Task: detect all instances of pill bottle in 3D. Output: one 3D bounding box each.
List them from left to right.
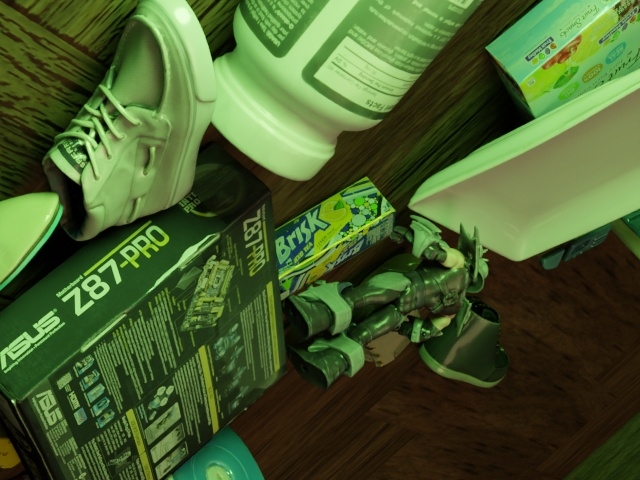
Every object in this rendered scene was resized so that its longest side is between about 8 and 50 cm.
[{"bbox_3d":[0.027,-0.194,1.122,0.278,0.162,0.162,-49,152,21],"label":"pill bottle"}]

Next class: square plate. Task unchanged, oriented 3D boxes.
[{"bbox_3d":[0.319,-0.092,1.608,0.347,0.049,0.344,-27,156,23],"label":"square plate"}]

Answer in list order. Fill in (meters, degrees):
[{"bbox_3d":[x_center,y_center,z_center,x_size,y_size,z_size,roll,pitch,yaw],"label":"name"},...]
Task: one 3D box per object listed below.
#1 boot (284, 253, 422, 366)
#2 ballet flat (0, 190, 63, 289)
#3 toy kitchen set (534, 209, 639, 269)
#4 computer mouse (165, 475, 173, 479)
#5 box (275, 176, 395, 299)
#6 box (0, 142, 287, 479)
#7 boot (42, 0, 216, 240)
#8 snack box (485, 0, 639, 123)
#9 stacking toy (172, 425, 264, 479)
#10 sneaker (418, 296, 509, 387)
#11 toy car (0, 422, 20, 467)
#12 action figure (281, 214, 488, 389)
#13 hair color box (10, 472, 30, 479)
[{"bbox_3d":[0.049,0.121,1.734,0.213,0.077,0.165,-33,155,-17],"label":"boot"},{"bbox_3d":[-0.324,0.035,1.138,0.248,0.086,0.086,-46,152,18],"label":"ballet flat"},{"bbox_3d":[0.401,-0.039,1.869,0.207,0.122,0.166,-26,150,-25],"label":"toy kitchen set"},{"bbox_3d":[-0.209,0.277,1.540,0.106,0.193,0.042,-27,135,-6],"label":"computer mouse"},{"bbox_3d":[0.000,0.000,1.500,0.169,0.059,0.054,-30,152,-16],"label":"box"},{"bbox_3d":[-0.179,0.124,1.375,0.318,0.097,0.395,-39,155,-20],"label":"box"},{"bbox_3d":[-0.166,-0.091,1.109,0.123,0.095,0.258,-32,154,-28],"label":"boot"},{"bbox_3d":[0.296,-0.214,1.526,0.174,0.070,0.207,-40,155,5],"label":"snack box"},{"bbox_3d":[-0.222,0.378,1.746,0.302,0.175,0.165,-40,162,33],"label":"stacking toy"},{"bbox_3d":[0.254,0.157,2.034,0.118,0.083,0.222,-50,150,19],"label":"sneaker"},{"bbox_3d":[-0.414,0.208,1.316,0.225,0.053,0.239,-32,152,-12],"label":"toy car"},{"bbox_3d":[0.090,0.065,1.577,0.285,0.099,0.185,-21,125,-27],"label":"action figure"},{"bbox_3d":[-0.420,0.406,1.549,0.374,0.114,0.185,-24,150,-28],"label":"hair color box"}]
